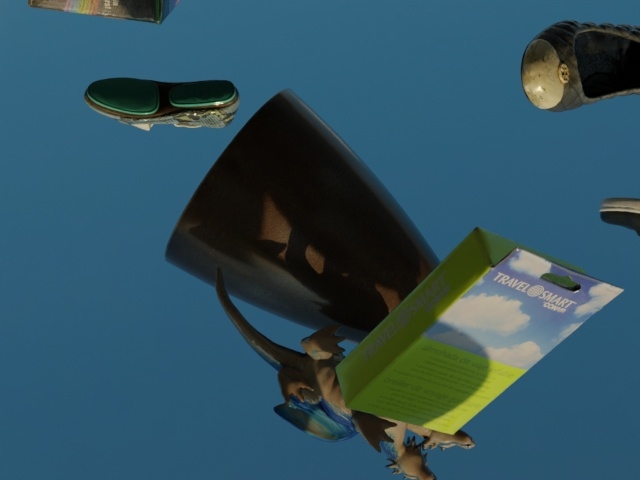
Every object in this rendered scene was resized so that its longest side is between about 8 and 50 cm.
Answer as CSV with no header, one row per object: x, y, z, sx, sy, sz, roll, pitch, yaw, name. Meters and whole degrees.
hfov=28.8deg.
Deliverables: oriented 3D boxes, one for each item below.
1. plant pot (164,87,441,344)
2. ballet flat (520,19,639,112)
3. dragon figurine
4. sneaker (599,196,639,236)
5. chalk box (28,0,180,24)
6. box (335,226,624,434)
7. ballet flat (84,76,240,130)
0.000,0.000,1.257,0.230,0.215,0.215,35,-117,4,plant pot
0.187,-0.118,0.814,0.049,0.058,0.173,5,-165,44,ballet flat
0.011,0.139,1.162,0.289,0.144,0.085,28,-106,4,dragon figurine
0.427,0.020,1.474,0.216,0.079,0.121,11,-89,26,sneaker
-0.230,-0.346,1.498,0.213,0.132,0.132,8,-152,4,chalk box
0.105,0.061,0.850,0.178,0.109,0.042,-47,-139,31,box
-0.193,-0.161,1.528,0.188,0.070,0.070,2,-128,-2,ballet flat
